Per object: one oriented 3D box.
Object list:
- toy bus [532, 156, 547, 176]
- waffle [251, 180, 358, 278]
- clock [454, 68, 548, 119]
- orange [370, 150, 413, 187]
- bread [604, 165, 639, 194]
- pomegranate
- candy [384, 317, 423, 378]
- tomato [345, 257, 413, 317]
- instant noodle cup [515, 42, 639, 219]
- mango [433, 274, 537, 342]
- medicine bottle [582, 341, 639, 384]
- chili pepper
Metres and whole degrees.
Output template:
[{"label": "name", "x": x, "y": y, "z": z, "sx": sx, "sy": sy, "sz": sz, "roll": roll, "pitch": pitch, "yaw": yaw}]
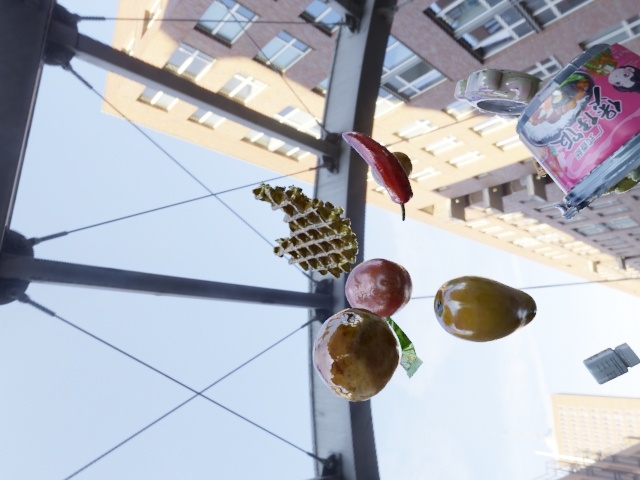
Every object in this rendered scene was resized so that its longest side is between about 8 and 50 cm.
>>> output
[{"label": "toy bus", "x": 0.759, "y": -0.284, "z": 1.378, "sx": 0.194, "sy": 0.083, "sz": 0.088, "roll": -40, "pitch": -80, "yaw": -41}, {"label": "waffle", "x": -0.024, "y": -0.021, "z": 1.032, "sx": 0.069, "sy": 0.260, "sz": 0.293, "roll": -59, "pitch": -24, "yaw": -31}, {"label": "clock", "x": 0.688, "y": -0.548, "z": 1.588, "sx": 0.309, "sy": 0.284, "sz": 0.114, "roll": 10, "pitch": -83, "yaw": -12}, {"label": "orange", "x": 0.269, "y": -0.263, "z": 1.599, "sx": 0.159, "sy": 0.159, "sz": 0.136, "roll": -14, "pitch": -84, "yaw": -44}, {"label": "bread", "x": 0.634, "y": -0.223, "z": 0.878, "sx": 0.186, "sy": 0.124, "sz": 0.257, "roll": -4, "pitch": -68, "yaw": -16}, {"label": "pomegranate", "x": 0.098, "y": 0.300, "z": 1.119, "sx": 0.248, "sy": 0.248, "sz": 0.248, "roll": 13, "pitch": -110, "yaw": -40}, {"label": "candy", "x": 0.321, "y": 0.422, "z": 1.695, "sx": 0.069, "sy": 0.149, "sz": 0.246, "roll": -13, "pitch": -132, "yaw": -18}, {"label": "tomato", "x": 0.202, "y": 0.171, "z": 1.441, "sx": 0.232, "sy": 0.232, "sz": 0.188, "roll": 23, "pitch": -127, "yaw": -36}, {"label": "instant noodle cup", "x": 0.442, "y": -0.187, "z": 0.678, "sx": 0.302, "sy": 0.258, "sz": 0.181, "roll": -32, "pitch": -109, "yaw": -20}, {"label": "mango", "x": 0.445, "y": 0.181, "z": 1.142, "sx": 0.317, "sy": 0.211, "sz": 0.173, "roll": 5, "pitch": -93, "yaw": -31}, {"label": "medicine bottle", "x": 0.843, "y": 0.354, "z": 1.226, "sx": 0.080, "sy": 0.130, "sz": 0.080, "roll": 46, "pitch": -161, "yaw": -21}, {"label": "chili pepper", "x": 0.208, "y": -0.237, "z": 1.396, "sx": 0.092, "sy": 0.137, "sz": 0.368, "roll": -31, "pitch": -93, "yaw": -16}]
